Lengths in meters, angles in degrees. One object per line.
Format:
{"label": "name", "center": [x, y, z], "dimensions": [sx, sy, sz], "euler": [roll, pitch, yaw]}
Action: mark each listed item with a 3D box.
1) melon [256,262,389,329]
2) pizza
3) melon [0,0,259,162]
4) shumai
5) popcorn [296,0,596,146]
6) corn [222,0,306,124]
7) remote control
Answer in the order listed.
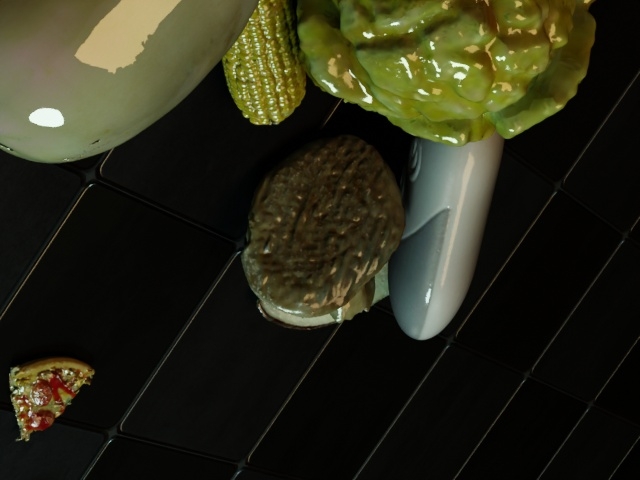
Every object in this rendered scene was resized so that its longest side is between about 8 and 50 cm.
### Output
{"label": "melon", "center": [0.004, 0.053, 1.742], "dimensions": [0.182, 0.054, 0.098], "euler": [-35, 136, -23]}
{"label": "pizza", "center": [-0.266, 0.150, 1.542], "dimensions": [0.099, 0.029, 0.100], "euler": [-25, 138, -34]}
{"label": "melon", "center": [-0.172, -0.199, 1.170], "dimensions": [0.317, 0.223, 0.223], "euler": [-49, 145, -6]}
{"label": "shumai", "center": [0.000, 0.000, 1.631], "dimensions": [0.153, 0.161, 0.210], "euler": [99, 13, -69]}
{"label": "popcorn", "center": [0.118, -0.234, 1.422], "dimensions": [0.282, 0.247, 0.282], "euler": [7, 80, -44]}
{"label": "corn", "center": [-0.060, -0.199, 1.422], "dimensions": [0.080, 0.080, 0.238], "euler": [-37, 143, -20]}
{"label": "remote control", "center": [0.138, -0.048, 1.683], "dimensions": [0.221, 0.103, 0.332], "euler": [-75, 175, -67]}
